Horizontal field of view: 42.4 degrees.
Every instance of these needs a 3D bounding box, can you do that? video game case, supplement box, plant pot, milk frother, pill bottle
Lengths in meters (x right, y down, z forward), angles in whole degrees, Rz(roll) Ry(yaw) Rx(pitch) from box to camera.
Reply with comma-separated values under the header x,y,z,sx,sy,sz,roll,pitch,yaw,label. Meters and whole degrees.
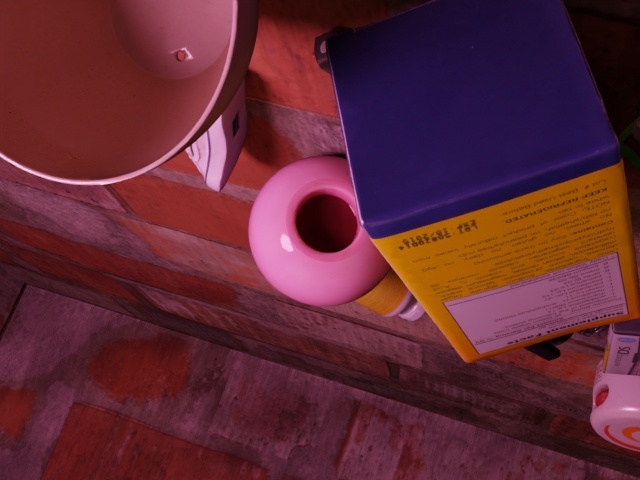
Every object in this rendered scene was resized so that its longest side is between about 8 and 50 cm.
x,y,z,sx,sy,sz,roll,pitch,yaw,label
0.578,0.168,1.249,0.275,0.035,0.248,2,158,17,video game case
0.166,-0.047,0.770,0.194,0.195,0.356,-18,150,15,supplement box
-0.169,-0.203,0.718,0.284,0.284,0.191,16,-163,13,plant pot
0.365,0.102,1.292,0.135,0.129,0.143,31,116,-33,milk frother
0.101,0.072,1.438,0.184,0.103,0.103,29,160,-24,pill bottle

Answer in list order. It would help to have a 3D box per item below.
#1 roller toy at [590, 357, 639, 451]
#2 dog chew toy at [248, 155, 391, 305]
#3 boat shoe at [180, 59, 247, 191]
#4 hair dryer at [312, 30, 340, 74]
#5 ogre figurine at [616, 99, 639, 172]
x,y,z,sx,sy,sz,roll,pitch,yaw,label
0.587,0.283,1.477,0.191,0.146,0.209,-11,140,43,roller toy
0.000,0.000,1.200,0.207,0.206,0.332,20,170,-1,dog chew toy
-0.149,-0.154,1.085,0.084,0.095,0.258,23,152,4,boat shoe
0.128,-0.115,0.896,0.224,0.080,0.293,10,160,27,hair dryer
0.321,-0.082,0.699,0.118,0.197,0.097,34,137,8,ogre figurine
